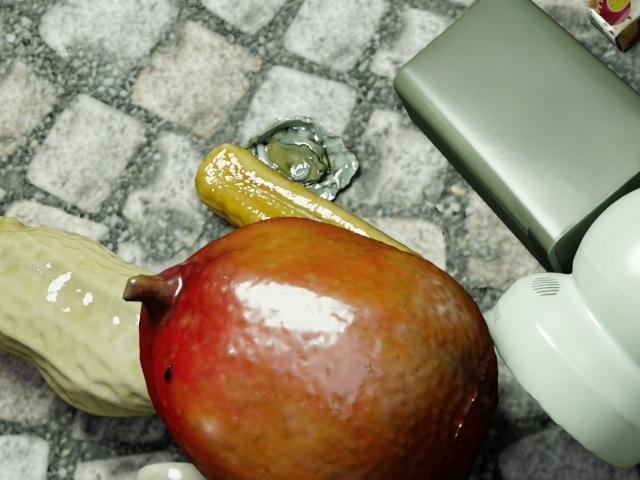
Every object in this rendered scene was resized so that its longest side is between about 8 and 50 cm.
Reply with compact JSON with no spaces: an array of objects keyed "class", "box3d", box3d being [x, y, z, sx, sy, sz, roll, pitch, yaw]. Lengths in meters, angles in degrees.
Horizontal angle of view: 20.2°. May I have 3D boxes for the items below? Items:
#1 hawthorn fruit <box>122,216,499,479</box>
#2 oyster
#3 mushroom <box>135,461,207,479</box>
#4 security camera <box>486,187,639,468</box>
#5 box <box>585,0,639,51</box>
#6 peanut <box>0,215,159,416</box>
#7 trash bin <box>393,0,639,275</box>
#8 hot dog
[{"class":"hawthorn fruit","box3d":[-0.002,0.118,1.513,0.311,0.295,0.295,21,78,22]},{"class":"oyster","box3d":[-0.019,-0.078,1.760,0.098,0.037,0.100,-39,86,19]},{"class":"mushroom","box3d":[-0.109,0.302,1.537,0.243,0.243,0.243,-5,70,13]},{"class":"security camera","box3d":[0.282,0.053,1.516,0.236,0.194,0.194,-45,65,14]},{"class":"box","box3d":[0.346,-0.266,1.717,0.207,0.041,0.050,-39,63,-1]},{"class":"peanut","box3d":[-0.225,0.075,1.698,0.313,0.152,0.152,25,79,21]},{"class":"trash bin","box3d":[0.204,-0.102,1.657,0.164,0.122,0.240,-39,64,-1]},{"class":"hot dog","box3d":[0.000,-0.002,1.705,0.286,0.061,0.088,38,84,22]}]
